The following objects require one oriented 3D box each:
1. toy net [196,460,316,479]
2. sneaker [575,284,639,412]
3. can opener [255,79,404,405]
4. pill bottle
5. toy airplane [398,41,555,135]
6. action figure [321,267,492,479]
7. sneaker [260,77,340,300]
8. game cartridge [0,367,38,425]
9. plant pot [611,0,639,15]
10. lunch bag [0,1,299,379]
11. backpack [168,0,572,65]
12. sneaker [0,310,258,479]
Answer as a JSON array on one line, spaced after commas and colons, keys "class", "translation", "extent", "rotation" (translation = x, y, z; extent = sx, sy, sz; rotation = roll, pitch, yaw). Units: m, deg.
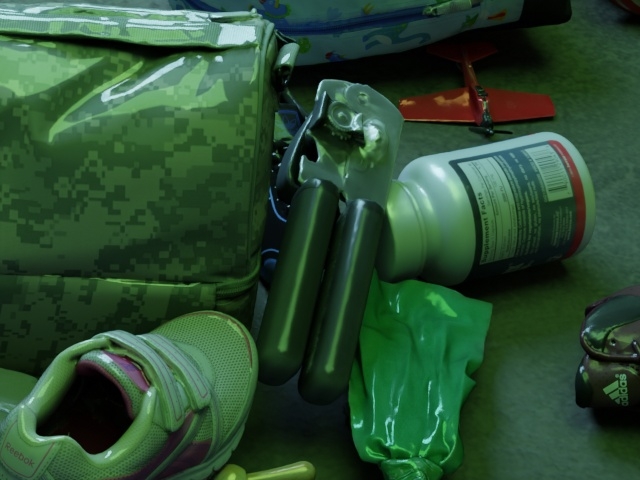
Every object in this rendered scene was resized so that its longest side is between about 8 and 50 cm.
[{"class": "toy net", "translation": [-0.041, 0.193, 1.191], "extent": [0.232, 0.045, 0.122], "rotation": [23, 42, 21]}, {"class": "sneaker", "translation": [0.276, 0.122, 1.304], "extent": [0.163, 0.106, 0.281], "rotation": [-9, 31, -13]}, {"class": "can opener", "translation": [0.000, 0.000, 1.340], "extent": [0.076, 0.095, 0.283], "rotation": [25, 55, -16]}, {"class": "pill bottle", "translation": [0.119, -0.021, 1.436], "extent": [0.180, 0.108, 0.108], "rotation": [-12, 42, -24]}, {"class": "toy airplane", "translation": [0.143, -0.143, 1.658], "extent": [0.151, 0.028, 0.151], "rotation": [4, 39, -3]}, {"class": "action figure", "translation": [0.062, 0.112, 1.293], "extent": [0.137, 0.063, 0.232], "rotation": [8, 34, -4]}, {"class": "sneaker", "translation": [-0.030, -0.050, 1.458], "extent": [0.081, 0.090, 0.232], "rotation": [-7, 40, -18]}, {"class": "game cartridge", "translation": [-0.341, 0.145, 1.183], "extent": [0.355, 0.068, 0.230], "rotation": [16, 34, 9]}, {"class": "plant pot", "translation": [0.339, -0.332, 1.810], "extent": [0.191, 0.191, 0.174], "rotation": [0, 47, -11]}, {"class": "lunch bag", "translation": [-0.178, -0.054, 1.302], "extent": [0.305, 0.256, 0.212], "rotation": [4, 38, -6]}, {"class": "backpack", "translation": [0.020, -0.296, 1.673], "extent": [0.356, 0.273, 0.290], "rotation": [-22, 54, -3]}, {"class": "sneaker", "translation": [-0.118, 0.109, 1.144], "extent": [0.103, 0.111, 0.252], "rotation": [32, 41, 15]}]
